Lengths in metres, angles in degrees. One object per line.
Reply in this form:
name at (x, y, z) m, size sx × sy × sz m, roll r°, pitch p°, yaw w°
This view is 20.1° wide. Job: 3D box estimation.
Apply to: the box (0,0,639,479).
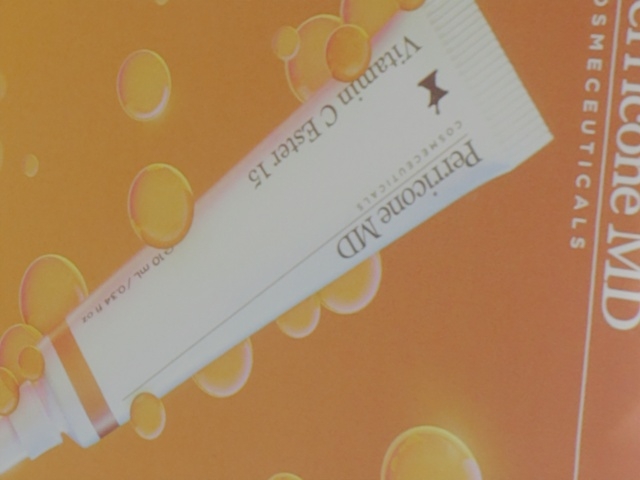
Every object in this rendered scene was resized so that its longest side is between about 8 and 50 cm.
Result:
box at (0.000, 0.000, 0.610) m, size 0.345 × 0.168 × 0.215 m, roll 8°, pitch 98°, yaw 34°
